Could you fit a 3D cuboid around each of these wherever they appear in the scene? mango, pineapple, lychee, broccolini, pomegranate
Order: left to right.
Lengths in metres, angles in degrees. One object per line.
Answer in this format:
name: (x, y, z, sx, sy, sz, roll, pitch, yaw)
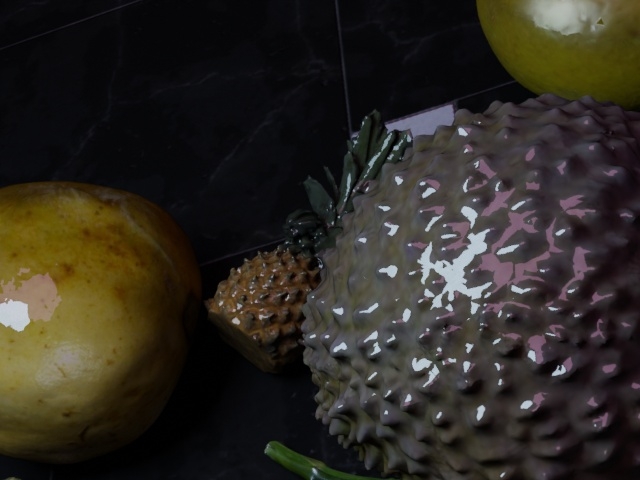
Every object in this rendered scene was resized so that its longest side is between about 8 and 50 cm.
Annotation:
pomegranate: (-0.256, 0.076, 1.592, 0.307, 0.307, 0.307, -14, 48, 16)
pineapple: (0.000, 0.000, 1.619, 0.130, 0.119, 0.277, 31, 70, 34)
broccolini: (0.041, 0.228, 1.470, 0.239, 0.051, 0.054, 12, 15, 40)
lychee: (0.182, 0.071, 1.305, 0.432, 0.380, 0.380, -22, 42, 39)
mango: (0.379, -0.277, 1.595, 0.445, 0.220, 0.301, -12, 46, 13)

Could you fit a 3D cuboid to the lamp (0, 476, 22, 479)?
lamp: (-0.256, 0.323, 1.371, 0.177, 0.274, 0.177, -17, 41, 16)
